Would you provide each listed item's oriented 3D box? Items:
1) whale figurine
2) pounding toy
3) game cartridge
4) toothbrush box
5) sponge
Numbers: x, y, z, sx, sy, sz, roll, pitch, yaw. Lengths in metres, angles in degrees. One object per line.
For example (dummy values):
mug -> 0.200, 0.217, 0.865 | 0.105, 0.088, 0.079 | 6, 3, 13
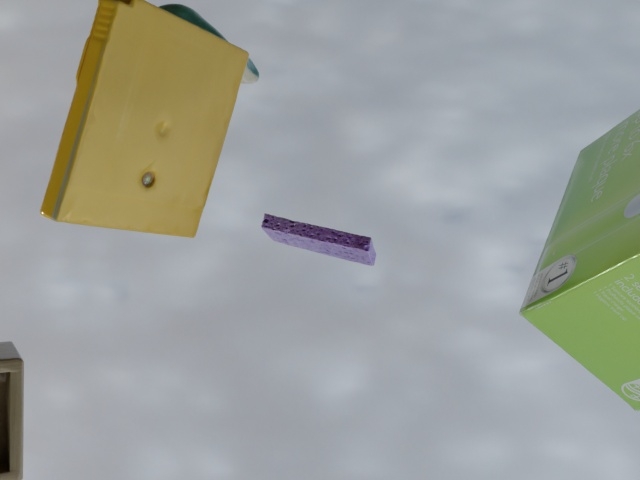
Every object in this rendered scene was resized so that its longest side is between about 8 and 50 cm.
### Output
whale figurine -> -0.251, -0.408, 1.489 | 0.272, 0.216, 0.141 | 17, -98, 20
pounding toy -> -0.394, 0.136, 0.700 | 0.181, 0.206, 0.094 | 0, -174, -31
game cartridge -> -0.251, -0.171, 1.066 | 0.053, 0.285, 0.323 | 20, -85, 31
toothbrush box -> 0.289, -0.037, 0.457 | 0.122, 0.283, 0.206 | 40, -128, -7
sponge -> 0.000, 0.000, 1.348 | 0.210, 0.117, 0.031 | 13, -103, 14
